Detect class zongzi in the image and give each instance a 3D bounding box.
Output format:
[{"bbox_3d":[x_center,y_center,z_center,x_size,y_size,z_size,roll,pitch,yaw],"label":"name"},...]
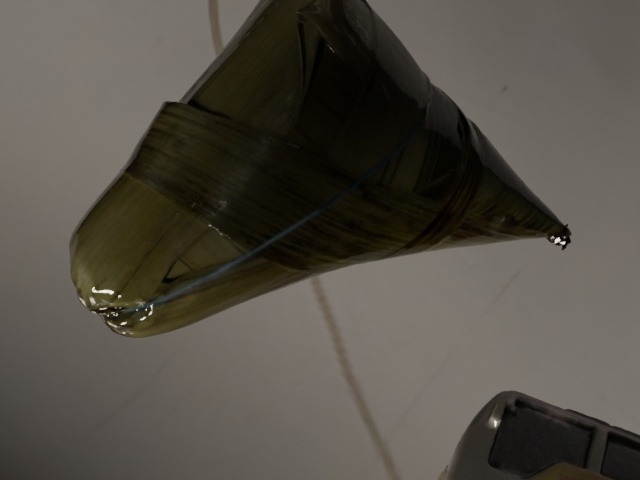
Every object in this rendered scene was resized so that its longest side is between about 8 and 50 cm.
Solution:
[{"bbox_3d":[0.000,0.000,0.852,0.221,0.112,0.242,-47,120,1],"label":"zongzi"}]

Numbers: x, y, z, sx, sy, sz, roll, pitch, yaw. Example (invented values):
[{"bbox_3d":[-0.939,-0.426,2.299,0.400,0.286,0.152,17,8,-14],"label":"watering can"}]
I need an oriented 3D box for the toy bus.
[{"bbox_3d":[0.230,0.202,0.907,0.342,0.097,0.138,21,46,7],"label":"toy bus"}]
